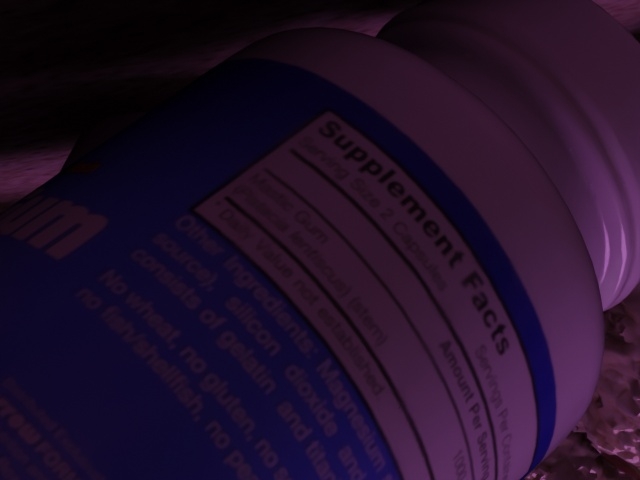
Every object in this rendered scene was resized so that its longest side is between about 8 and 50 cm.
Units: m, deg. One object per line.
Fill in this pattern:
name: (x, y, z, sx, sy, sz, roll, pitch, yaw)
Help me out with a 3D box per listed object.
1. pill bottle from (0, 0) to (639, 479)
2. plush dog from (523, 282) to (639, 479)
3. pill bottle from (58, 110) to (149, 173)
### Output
pill bottle: (-0.018, 0.034, 0.439, 0.272, 0.152, 0.152, -39, -170, -28)
plush dog: (0.158, 0.064, 0.742, 0.263, 0.210, 0.225, 4, 137, -22)
pill bottle: (-0.093, 0.127, 0.571, 0.188, 0.333, 0.188, 19, 156, 9)
